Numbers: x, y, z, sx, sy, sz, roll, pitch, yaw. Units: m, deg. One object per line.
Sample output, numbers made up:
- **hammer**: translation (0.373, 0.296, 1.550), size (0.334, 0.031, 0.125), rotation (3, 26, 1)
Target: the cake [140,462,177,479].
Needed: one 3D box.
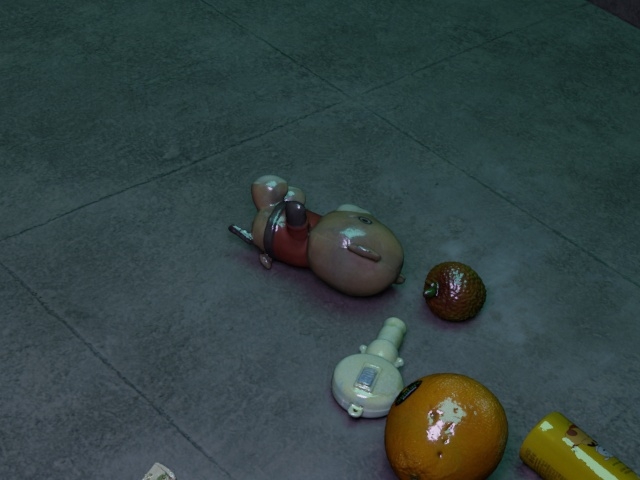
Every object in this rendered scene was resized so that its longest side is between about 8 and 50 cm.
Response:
- **cake**: translation (-0.274, 0.401, 1.855), size (0.051, 0.055, 0.140), rotation (33, 60, 23)

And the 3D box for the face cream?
- **face cream**: translation (0.479, 0.418, 1.965), size (0.105, 0.105, 0.348), rotation (-23, 49, -37)

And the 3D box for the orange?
- **orange**: translation (0.197, 0.309, 1.964), size (0.206, 0.206, 0.206), rotation (7, 38, -6)

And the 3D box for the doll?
- **doll**: translation (0.000, 0.000, 2.321), size (0.330, 0.235, 0.174), rotation (21, 81, 25)

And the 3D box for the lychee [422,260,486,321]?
- **lychee**: translation (0.249, 0.096, 2.313), size (0.146, 0.114, 0.114), rotation (11, 33, -34)

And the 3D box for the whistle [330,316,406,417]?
- **whistle**: translation (0.097, 0.220, 2.151), size (0.126, 0.067, 0.258), rotation (20, 36, 9)
